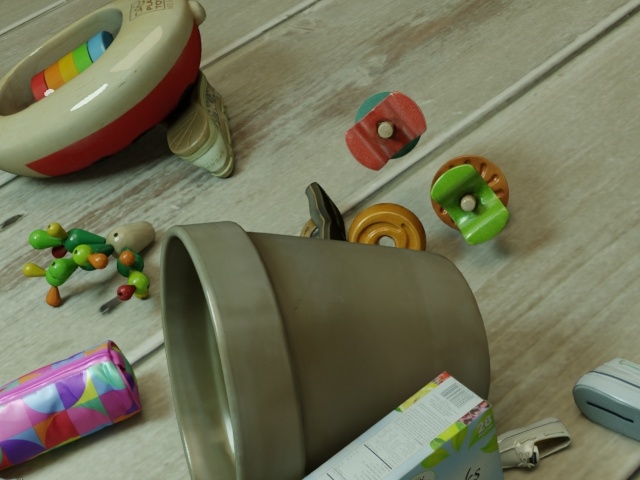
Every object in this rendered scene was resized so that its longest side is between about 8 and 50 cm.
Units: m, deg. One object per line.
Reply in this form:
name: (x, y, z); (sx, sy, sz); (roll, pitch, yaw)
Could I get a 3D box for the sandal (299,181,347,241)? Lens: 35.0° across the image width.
sandal: (0.000, 0.000, 1.343); (0.060, 0.090, 0.219); (-29, 38, 10)

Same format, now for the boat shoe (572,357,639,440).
boat shoe: (0.357, 0.170, 0.994); (0.076, 0.083, 0.226); (-37, 41, -24)

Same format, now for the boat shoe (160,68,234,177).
boat shoe: (-0.202, -0.192, 1.670); (0.104, 0.089, 0.285); (-38, 32, 15)

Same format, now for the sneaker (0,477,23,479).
sneaker: (-0.380, 0.295, 1.146); (0.098, 0.038, 0.069); (-13, 35, -12)

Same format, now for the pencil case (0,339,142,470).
pencil case: (-0.331, 0.201, 1.194); (0.236, 0.104, 0.104); (-23, 38, -10)

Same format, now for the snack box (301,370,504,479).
snack box: (0.071, 0.247, 0.925); (0.207, 0.174, 0.070); (-34, 41, -23)

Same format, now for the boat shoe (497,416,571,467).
boat shoe: (0.210, 0.214, 1.035); (0.100, 0.035, 0.035); (-18, 34, -14)

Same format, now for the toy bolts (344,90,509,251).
toy bolts: (0.111, -0.080, 1.333); (0.218, 0.228, 0.158); (-34, 6, 13)

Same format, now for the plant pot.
plant pot: (0.005, 0.123, 1.035); (0.280, 0.323, 0.323); (-10, 35, -18)

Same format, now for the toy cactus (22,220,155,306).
toy cactus: (-0.301, 0.026, 1.426); (0.219, 0.112, 0.180); (10, 26, 34)

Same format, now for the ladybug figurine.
ladybug figurine: (-0.365, -0.243, 1.652); (0.449, 0.162, 0.305); (-27, 38, 16)
